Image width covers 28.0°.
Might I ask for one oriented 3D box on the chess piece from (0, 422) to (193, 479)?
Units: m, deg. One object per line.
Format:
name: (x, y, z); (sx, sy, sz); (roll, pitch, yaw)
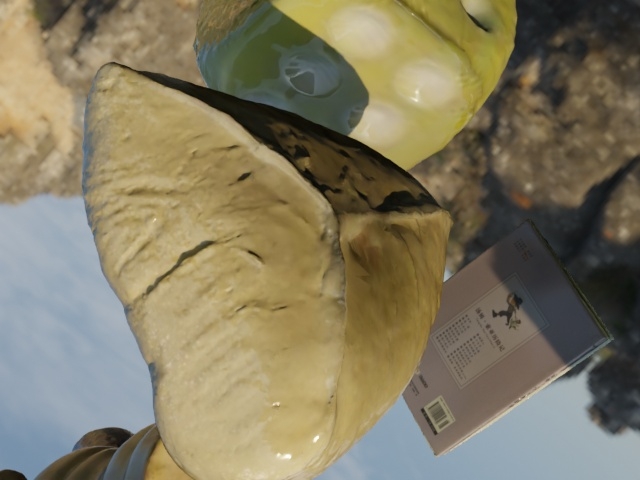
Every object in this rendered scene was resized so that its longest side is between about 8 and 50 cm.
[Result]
chess piece: (-0.145, 0.197, 0.815); (0.137, 0.301, 0.137); (20, -121, -37)

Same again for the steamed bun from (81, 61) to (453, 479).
steamed bun: (-0.009, 0.022, 0.655); (0.231, 0.110, 0.212); (16, -121, -33)

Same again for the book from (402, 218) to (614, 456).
book: (0.138, 0.082, 1.080); (0.014, 0.182, 0.127); (19, -143, -58)

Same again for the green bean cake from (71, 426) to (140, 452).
green bean cake: (-0.156, 0.293, 1.188); (0.199, 0.232, 0.097); (8, -173, -21)

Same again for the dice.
dice: (0.025, -0.157, 0.902); (0.166, 0.169, 0.169); (33, -138, -24)
